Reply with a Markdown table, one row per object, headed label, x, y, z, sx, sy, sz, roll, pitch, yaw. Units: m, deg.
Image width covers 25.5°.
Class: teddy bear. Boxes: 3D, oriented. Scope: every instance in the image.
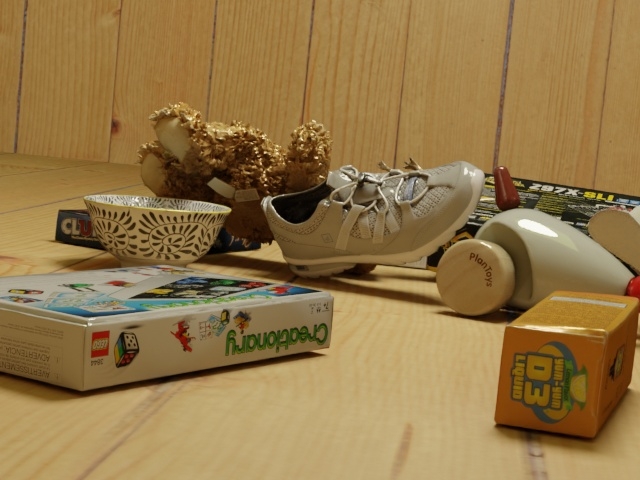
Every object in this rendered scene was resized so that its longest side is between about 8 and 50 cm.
| label | x | y | z | sx | sy | sz | roll | pitch | yaw |
| --- | --- | --- | --- | --- | --- | --- | --- | --- | --- |
| teddy bear | -0.066 | -0.073 | 1.760 | 0.338 | 0.245 | 0.113 | 11 | 48 | 5 |

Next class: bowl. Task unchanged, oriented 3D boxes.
| label | x | y | z | sx | sy | sz | roll | pitch | yaw |
| --- | --- | --- | --- | --- | --- | --- | --- | --- | --- |
| bowl | -0.191 | -0.005 | 1.629 | 0.170 | 0.080 | 0.170 | 6 | 5 | -1 |

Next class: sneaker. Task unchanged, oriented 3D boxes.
| label | x | y | z | sx | sy | sz | roll | pitch | yaw |
| --- | --- | --- | --- | --- | --- | --- | --- | --- | --- |
| sneaker | 0.053 | -0.035 | 1.609 | 0.281 | 0.115 | 0.105 | -19 | 36 | 30 |

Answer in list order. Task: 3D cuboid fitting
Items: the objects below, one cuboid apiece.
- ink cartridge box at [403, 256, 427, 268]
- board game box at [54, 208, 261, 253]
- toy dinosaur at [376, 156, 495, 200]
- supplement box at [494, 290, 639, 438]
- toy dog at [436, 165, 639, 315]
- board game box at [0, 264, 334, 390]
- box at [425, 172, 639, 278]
| label | x | y | z | sx | sy | sz | roll | pitch | yaw |
| --- | --- | --- | --- | --- | --- | --- | --- | --- | --- |
| ink cartridge box | 0.110 | 0.002 | 1.998 | 0.208 | 0.045 | 0.206 | 8 | 8 | 5 |
| board game box | -0.210 | -0.014 | 1.885 | 0.165 | 0.042 | 0.243 | 8 | 6 | 29 |
| toy dinosaur | 0.123 | -0.059 | 1.781 | 0.183 | 0.053 | 0.092 | 5 | 31 | -38 |
| supplement box | 0.192 | 0.088 | 1.075 | 0.080 | 0.078 | 0.233 | 7 | 5 | 16 |
| toy dog | 0.290 | -0.001 | 1.497 | 0.334 | 0.161 | 0.220 | 0 | 2 | 10 |
| board game box | -0.153 | 0.062 | 1.126 | 0.193 | 0.053 | 0.305 | 8 | 6 | 34 |
| box | 0.321 | -0.005 | 1.834 | 0.322 | 0.079 | 0.257 | 9 | 17 | 14 |
